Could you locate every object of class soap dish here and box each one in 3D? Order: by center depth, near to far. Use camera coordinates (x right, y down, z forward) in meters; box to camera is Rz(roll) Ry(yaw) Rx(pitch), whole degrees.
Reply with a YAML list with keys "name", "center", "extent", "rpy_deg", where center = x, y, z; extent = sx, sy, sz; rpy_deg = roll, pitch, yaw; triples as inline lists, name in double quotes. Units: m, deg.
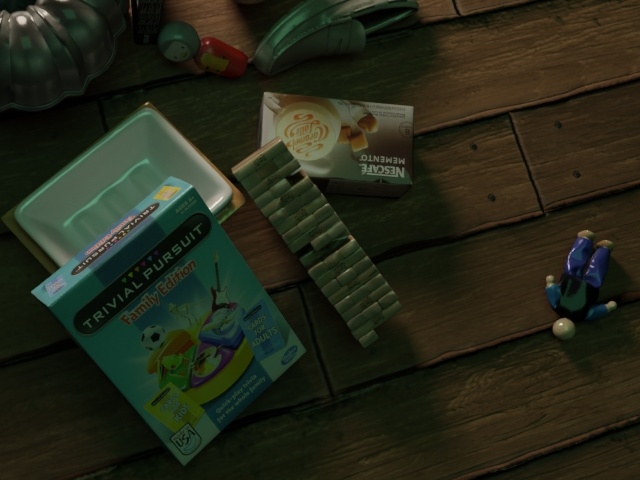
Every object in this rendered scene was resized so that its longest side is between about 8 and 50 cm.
- name: "soap dish"
  center: [-0.293, -0.039, 1.492]
  extent: [0.291, 0.118, 0.229]
  rpy_deg: [-42, 80, -17]

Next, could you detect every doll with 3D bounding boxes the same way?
- name: "doll"
  center: [0.438, 0.082, 1.649]
  extent: [0.129, 0.046, 0.189]
  rpy_deg: [27, 73, -2]

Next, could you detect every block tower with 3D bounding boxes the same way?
- name: "block tower"
  center: [0.000, 0.000, 1.505]
  extent: [0.097, 0.091, 0.335]
  rpy_deg: [-35, 103, 1]

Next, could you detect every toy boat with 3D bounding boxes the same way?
- name: "toy boat"
  center: [-0.144, -0.421, 1.580]
  extent: [0.148, 0.267, 0.318]
  rpy_deg: [19, 103, -22]

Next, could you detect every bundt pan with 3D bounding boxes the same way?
- name: "bundt pan"
  center: [-0.440, -0.355, 1.393]
  extent: [0.331, 0.124, 0.330]
  rpy_deg: [2, 80, -13]

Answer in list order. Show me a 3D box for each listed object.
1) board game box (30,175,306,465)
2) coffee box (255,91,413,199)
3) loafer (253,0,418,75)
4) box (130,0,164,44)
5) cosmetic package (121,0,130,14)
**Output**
- name: "board game box"
  center: [-0.205, 0.119, 1.410]
  extent: [0.254, 0.079, 0.336]
  rpy_deg: [-43, 122, -17]
- name: "coffee box"
  center: [0.021, -0.151, 1.599]
  extent: [0.247, 0.098, 0.141]
  rpy_deg: [5, 77, -9]
- name: "loafer"
  center: [0.030, -0.359, 1.645]
  extent: [0.319, 0.112, 0.111]
  rpy_deg: [-35, 82, -19]
- name: "box"
  center: [-0.279, -0.435, 1.566]
  extent: [0.045, 0.191, 0.184]
  rpy_deg: [-1, 77, -14]
- name: "cosmetic package"
  center: [-0.512, -0.377, 1.528]
  extent: [0.385, 0.156, 0.217]
  rpy_deg: [-34, 84, -15]
